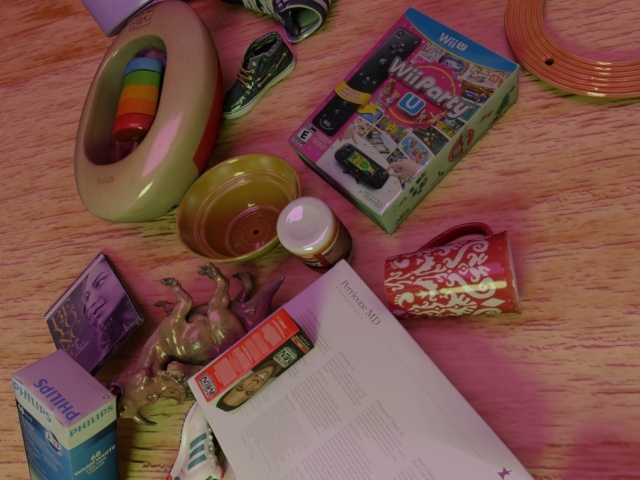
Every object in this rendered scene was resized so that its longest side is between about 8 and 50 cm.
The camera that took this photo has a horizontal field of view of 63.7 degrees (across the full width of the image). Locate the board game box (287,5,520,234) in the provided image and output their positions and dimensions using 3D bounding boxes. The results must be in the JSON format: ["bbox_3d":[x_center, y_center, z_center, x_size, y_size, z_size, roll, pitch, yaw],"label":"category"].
[{"bbox_3d":[0.130,-0.196,0.832,0.303,0.097,0.224,-47,63,-2],"label":"board game box"}]

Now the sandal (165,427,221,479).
[{"bbox_3d":[-0.194,0.360,0.776,0.072,0.049,0.180,14,62,18],"label":"sandal"}]

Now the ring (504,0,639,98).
[{"bbox_3d":[0.466,-0.364,0.808,0.336,0.032,0.337,-7,68,17],"label":"ring"}]

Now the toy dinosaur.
[{"bbox_3d":[-0.174,0.155,0.803,0.295,0.127,0.201,-19,71,1],"label":"toy dinosaur"}]

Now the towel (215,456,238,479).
[{"bbox_3d":[-0.058,0.496,0.670,0.316,0.053,0.332,17,76,25],"label":"towel"}]

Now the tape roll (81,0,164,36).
[{"bbox_3d":[-0.345,-0.526,1.043,0.274,0.090,0.275,-27,25,14],"label":"tape roll"}]

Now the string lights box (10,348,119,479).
[{"bbox_3d":[-0.367,0.304,0.753,0.133,0.076,0.260,28,124,26],"label":"string lights box"}]

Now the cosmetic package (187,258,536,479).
[{"bbox_3d":[0.037,0.249,0.668,0.284,0.097,0.377,-38,58,-3],"label":"cosmetic package"}]

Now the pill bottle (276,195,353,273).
[{"bbox_3d":[0.000,0.000,0.774,0.085,0.152,0.086,-7,69,18],"label":"pill bottle"}]

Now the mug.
[{"bbox_3d":[0.187,0.051,0.732,0.169,0.150,0.113,-11,104,20],"label":"mug"}]

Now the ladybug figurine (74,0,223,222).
[{"bbox_3d":[-0.299,-0.234,0.951,0.304,0.162,0.450,-3,70,30],"label":"ladybug figurine"}]

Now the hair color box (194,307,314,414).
[{"bbox_3d":[-0.082,0.156,0.661,0.141,0.072,0.043,-38,56,-5],"label":"hair color box"}]

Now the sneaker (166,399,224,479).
[{"bbox_3d":[-0.167,0.309,0.741,0.075,0.057,0.162,8,62,11],"label":"sneaker"}]

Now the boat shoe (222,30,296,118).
[{"bbox_3d":[-0.135,-0.315,0.977,0.183,0.083,0.065,-41,63,2],"label":"boat shoe"}]

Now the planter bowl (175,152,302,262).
[{"bbox_3d":[-0.121,-0.035,0.856,0.216,0.090,0.217,-10,54,13],"label":"planter bowl"}]

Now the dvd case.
[{"bbox_3d":[-0.410,0.136,0.918,0.165,0.018,0.221,-49,47,-2],"label":"dvd case"}]

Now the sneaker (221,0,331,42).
[{"bbox_3d":[-0.107,-0.476,1.018,0.281,0.099,0.153,4,70,18],"label":"sneaker"}]
